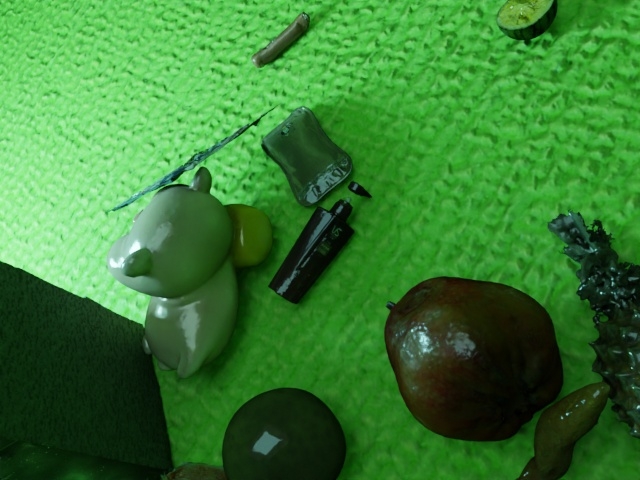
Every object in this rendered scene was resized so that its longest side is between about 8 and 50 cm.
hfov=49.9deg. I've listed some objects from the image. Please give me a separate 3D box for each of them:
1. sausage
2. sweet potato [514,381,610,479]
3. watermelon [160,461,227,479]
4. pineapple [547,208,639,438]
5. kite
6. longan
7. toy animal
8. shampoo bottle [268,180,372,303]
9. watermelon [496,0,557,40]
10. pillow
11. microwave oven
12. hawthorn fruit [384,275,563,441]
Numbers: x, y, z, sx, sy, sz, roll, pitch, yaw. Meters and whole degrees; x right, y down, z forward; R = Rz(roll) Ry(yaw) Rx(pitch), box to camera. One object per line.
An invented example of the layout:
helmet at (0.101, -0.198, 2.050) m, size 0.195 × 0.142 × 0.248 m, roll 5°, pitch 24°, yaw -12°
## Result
sausage at (-0.082, -0.427, 1.471) m, size 0.158 × 0.042 × 0.036 m, roll -40°, pitch 95°, yaw 8°
sweet potato at (0.300, 0.241, 0.860) m, size 0.058 × 0.055 × 0.202 m, roll -118°, pitch 34°, yaw -46°
watermelon at (-0.146, 0.446, 1.050) m, size 0.231 × 0.128 × 0.146 m, roll 21°, pitch 106°, yaw 46°
pineapple at (0.404, 0.111, 0.870) m, size 0.175 × 0.175 × 0.361 m, roll -31°, pitch 42°, yaw 13°
kite at (-0.241, -0.147, 1.300) m, size 0.406 × 0.014 × 0.368 m, roll -31°, pitch 14°, yaw 4°
longan at (-0.055, 0.314, 1.007) m, size 0.184 × 0.159 × 0.204 m, roll -8°, pitch 43°, yaw 14°
toy animal at (-0.274, 0.042, 1.219) m, size 0.277 × 0.247 × 0.345 m, roll 12°, pitch 73°, yaw 33°
shampoo bottle at (0.002, 0.001, 1.197) m, size 0.067 × 0.068 × 0.236 m, roll 33°, pitch 87°, yaw 36°
watermelon at (0.359, -0.384, 1.183) m, size 0.105 × 0.062 × 0.106 m, roll -21°, pitch 46°, yaw 24°
pillow at (-0.028, -0.165, 1.315) m, size 0.130 × 0.033 × 0.217 m, roll -39°, pitch 54°, yaw 9°
microwave oven at (-0.489, 0.249, 1.124) m, size 0.236 × 0.432 × 0.375 m, roll -31°, pitch 56°, yaw 13°
hawthorn fruit at (0.188, 0.142, 0.934) m, size 0.224 × 0.224 × 0.261 m, roll -50°, pitch 40°, yaw -1°
